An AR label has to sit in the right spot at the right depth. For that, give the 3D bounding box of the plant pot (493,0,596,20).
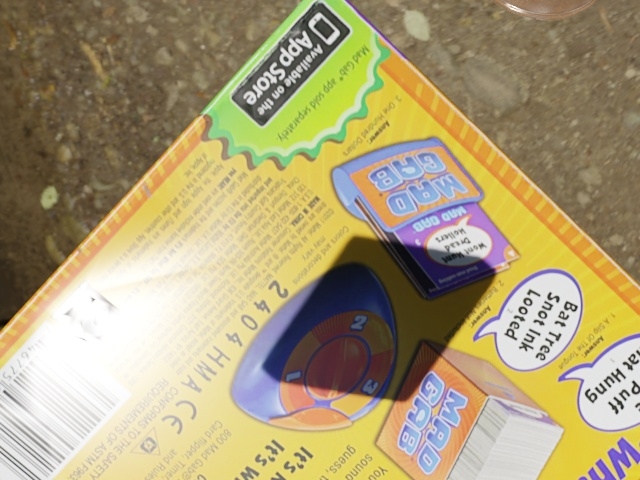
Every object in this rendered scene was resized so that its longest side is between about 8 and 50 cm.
[{"bbox_3d":[0.248,-0.343,0.876,0.167,0.167,0.165,42,164,9],"label":"plant pot"}]

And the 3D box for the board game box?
[{"bbox_3d":[0.002,0.077,0.671,0.356,0.356,0.356,43,94,-7],"label":"board game box"}]
